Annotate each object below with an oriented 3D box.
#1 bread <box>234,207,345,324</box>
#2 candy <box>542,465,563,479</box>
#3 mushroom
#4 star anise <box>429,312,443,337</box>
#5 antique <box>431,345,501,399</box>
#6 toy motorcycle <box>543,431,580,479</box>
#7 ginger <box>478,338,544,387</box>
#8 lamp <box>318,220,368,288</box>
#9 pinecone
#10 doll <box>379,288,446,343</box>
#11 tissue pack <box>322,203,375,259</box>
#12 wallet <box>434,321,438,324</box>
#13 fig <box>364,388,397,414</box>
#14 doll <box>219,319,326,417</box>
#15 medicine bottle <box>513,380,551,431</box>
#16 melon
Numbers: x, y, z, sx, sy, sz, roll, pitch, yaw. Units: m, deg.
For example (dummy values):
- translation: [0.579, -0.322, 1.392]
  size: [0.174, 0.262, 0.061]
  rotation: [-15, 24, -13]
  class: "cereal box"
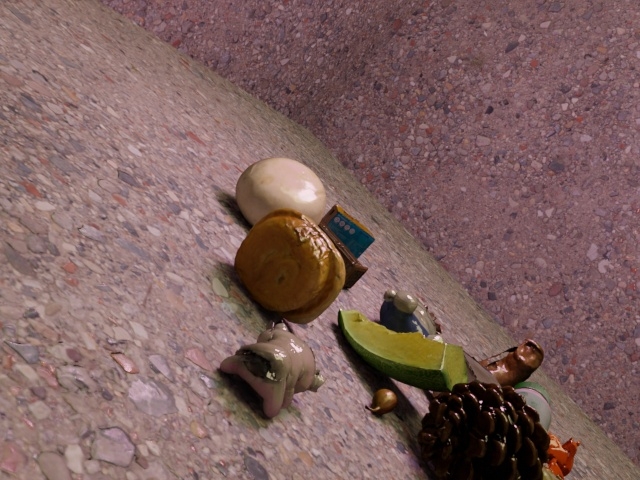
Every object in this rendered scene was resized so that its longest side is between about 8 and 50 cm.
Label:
- translation: [-0.063, 0.049, 1.295]
  size: [0.236, 0.198, 0.120]
  rotation: [47, 19, 15]
  class: "bread"
- translation: [0.486, 0.584, 1.383]
  size: [0.259, 0.118, 0.260]
  rotation: [37, 14, -11]
  class: "candy"
- translation: [-0.106, -0.104, 1.707]
  size: [0.245, 0.202, 0.246]
  rotation: [7, 55, -10]
  class: "mushroom"
- translation: [0.306, 0.247, 1.975]
  size: [0.214, 0.099, 0.220]
  rotation: [53, 14, 5]
  class: "star anise"
- translation: [0.364, 0.382, 1.594]
  size: [0.152, 0.148, 0.147]
  rotation: [38, 14, -20]
  class: "antique"
- translation: [0.597, 0.544, 1.797]
  size: [0.221, 0.148, 0.326]
  rotation: [0, 46, -38]
  class: "toy motorcycle"
- translation: [0.477, 0.371, 1.784]
  size: [0.107, 0.309, 0.133]
  rotation: [-101, 173, -71]
  class: "ginger"
- translation: [0.000, 0.000, 1.883]
  size: [0.325, 0.089, 0.090]
  rotation: [49, 15, 28]
  class: "lamp"
- translation: [0.319, 0.392, 1.274]
  size: [0.257, 0.244, 0.243]
  rotation: [20, 15, -3]
  class: "pinecone"
- translation: [0.245, 0.228, 1.727]
  size: [0.228, 0.154, 0.258]
  rotation: [51, 15, 4]
  class: "doll"
- translation: [0.079, -0.024, 2.118]
  size: [0.169, 0.120, 0.082]
  rotation: [37, 16, -19]
  class: "tissue pack"
- translation: [0.340, 0.270, 2.145]
  size: [0.166, 0.030, 0.111]
  rotation: [42, 18, 4]
  class: "wallet"
- translation: [0.120, 0.331, 1.285]
  size: [0.083, 0.050, 0.050]
  rotation: [-9, 51, -51]
  class: "fig"
- translation: [-0.071, 0.199, 1.030]
  size: [0.149, 0.095, 0.192]
  rotation: [43, 16, 14]
  class: "doll"
- translation: [0.517, 0.471, 1.631]
  size: [0.133, 0.133, 0.274]
  rotation: [45, 32, 9]
  class: "medicine bottle"
- translation: [0.167, 0.251, 1.449]
  size: [0.323, 0.124, 0.196]
  rotation: [14, -13, 31]
  class: "melon"
